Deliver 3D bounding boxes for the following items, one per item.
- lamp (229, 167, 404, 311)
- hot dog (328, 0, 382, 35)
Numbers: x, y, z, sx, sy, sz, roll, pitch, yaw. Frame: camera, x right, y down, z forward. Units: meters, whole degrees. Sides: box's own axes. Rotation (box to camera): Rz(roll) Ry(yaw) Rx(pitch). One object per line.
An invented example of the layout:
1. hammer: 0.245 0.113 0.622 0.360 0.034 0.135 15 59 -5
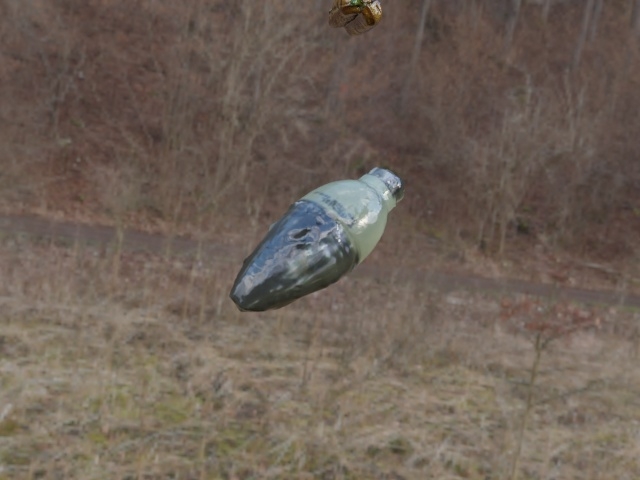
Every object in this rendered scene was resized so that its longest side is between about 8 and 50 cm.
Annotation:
1. lamp: 0.000 0.000 0.985 0.250 0.101 0.101 -41 26 -25
2. hot dog: 0.035 -0.231 0.900 0.049 0.037 0.122 23 3 -12
